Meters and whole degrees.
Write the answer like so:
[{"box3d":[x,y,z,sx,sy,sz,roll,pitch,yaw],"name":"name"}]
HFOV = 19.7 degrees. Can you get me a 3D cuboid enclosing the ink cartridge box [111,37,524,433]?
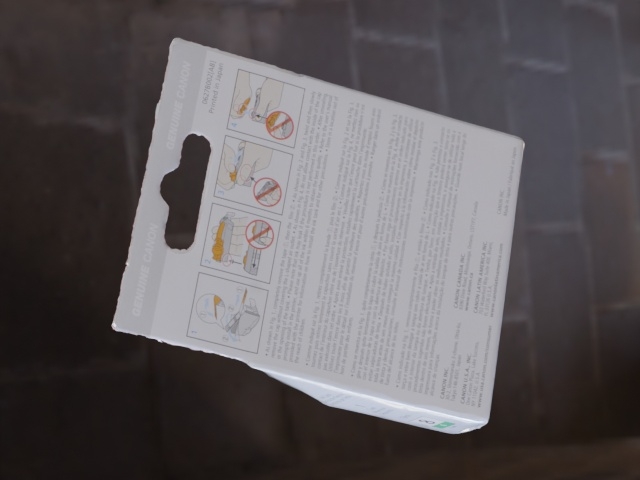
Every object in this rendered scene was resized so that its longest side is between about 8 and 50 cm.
[{"box3d":[0.000,0.000,1.065,0.225,0.056,0.181,14,71,-13],"name":"ink cartridge box"}]
